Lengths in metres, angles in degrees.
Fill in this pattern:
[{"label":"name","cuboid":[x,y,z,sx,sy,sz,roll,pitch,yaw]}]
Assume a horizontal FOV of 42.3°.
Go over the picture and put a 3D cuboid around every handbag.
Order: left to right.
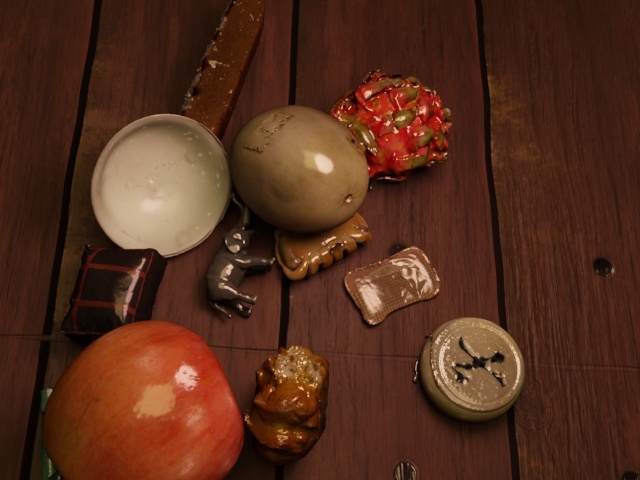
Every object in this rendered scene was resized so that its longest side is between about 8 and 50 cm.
[{"label":"handbag","cuboid":[-0.430,0.115,1.712,0.169,0.155,0.215,7,67,11]}]

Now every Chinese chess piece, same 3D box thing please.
[{"label":"Chinese chess piece","cuboid":[0.323,0.278,1.787,0.238,0.092,0.237,3,66,-6]}]

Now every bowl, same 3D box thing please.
[{"label":"bowl","cuboid":[-0.364,-0.128,1.816,0.313,0.146,0.313,-8,108,-27]}]

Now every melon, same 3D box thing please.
[{"label":"melon","cuboid":[-0.054,-0.159,1.773,0.268,0.268,0.330,-38,51,-21]}]

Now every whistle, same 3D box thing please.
[{"label":"whistle","cuboid":[-0.535,0.387,1.638,0.039,0.039,0.186,-5,68,-11]}]

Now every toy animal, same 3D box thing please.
[{"label":"toy animal","cuboid":[-0.168,0.039,1.804,0.137,0.082,0.269,16,79,-1]}]

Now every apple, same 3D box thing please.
[{"label":"apple","cuboid":[-0.327,0.333,1.513,0.364,0.364,0.364,3,66,-7]}]

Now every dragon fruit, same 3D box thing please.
[{"label":"dragon fruit","cuboid":[0.157,-0.261,1.925,0.303,0.237,0.231,8,61,-14]}]

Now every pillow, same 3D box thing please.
[{"label":"pillow","cuboid":[0.166,0.097,1.876,0.211,0.034,0.135,-24,70,-19]}]

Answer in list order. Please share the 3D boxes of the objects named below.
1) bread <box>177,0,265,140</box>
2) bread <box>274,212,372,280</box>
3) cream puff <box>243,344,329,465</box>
[{"label":"bread","cuboid":[-0.238,-0.387,1.960,0.113,0.165,0.416,20,64,-5]},{"label":"bread","cuboid":[0.000,0.000,1.868,0.225,0.081,0.134,-27,68,-17]},{"label":"cream puff","cuboid":[-0.057,0.322,1.622,0.155,0.269,0.241,8,75,7]}]
